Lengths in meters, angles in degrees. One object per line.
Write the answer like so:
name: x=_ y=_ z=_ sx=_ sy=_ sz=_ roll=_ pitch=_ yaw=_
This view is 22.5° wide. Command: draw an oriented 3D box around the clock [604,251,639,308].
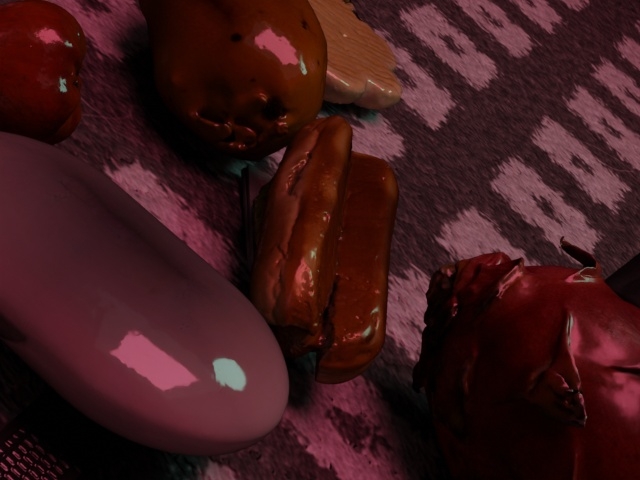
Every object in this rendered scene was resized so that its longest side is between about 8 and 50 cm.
clock: x=0.386 y=0.181 z=1.514 sx=0.386 sy=0.076 sz=0.386 roll=57 pitch=-6 yaw=9

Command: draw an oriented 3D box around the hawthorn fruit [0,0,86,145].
hawthorn fruit: x=-0.248 y=-0.140 z=1.298 sx=0.140 sy=0.125 sz=0.125 roll=37 pitch=25 yaw=-13

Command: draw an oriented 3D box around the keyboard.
keyboard: x=-0.178 y=0.136 z=1.081 sx=0.067 sy=0.011 sz=0.202 roll=42 pitch=25 yaw=1

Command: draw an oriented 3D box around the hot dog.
hot dog: x=0.000 y=0.000 z=1.408 sx=0.135 sy=0.100 sz=0.337 roll=42 pitch=27 yaw=-20

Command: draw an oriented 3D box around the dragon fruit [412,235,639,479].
dragon fruit: x=0.211 y=0.152 z=1.353 sx=0.250 sy=0.250 sz=0.315 roll=17 pitch=27 yaw=-42

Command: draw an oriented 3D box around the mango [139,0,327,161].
mango: x=-0.084 y=-0.192 z=1.582 sx=0.201 sy=0.152 sz=0.287 roll=15 pitch=32 yaw=-26

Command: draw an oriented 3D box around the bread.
bread: x=-0.028 y=-0.259 z=1.883 sx=0.316 sy=0.054 sz=0.316 roll=34 pitch=25 yaw=-19

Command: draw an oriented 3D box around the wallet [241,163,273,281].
wallet: x=-0.026 y=0.008 z=1.493 sx=0.103 sy=0.020 sz=0.196 roll=28 pitch=29 yaw=-23

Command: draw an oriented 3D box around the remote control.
remote control: x=-0.161 y=0.032 z=1.143 sx=0.332 sy=0.103 sz=0.221 roll=41 pitch=21 yaw=16
